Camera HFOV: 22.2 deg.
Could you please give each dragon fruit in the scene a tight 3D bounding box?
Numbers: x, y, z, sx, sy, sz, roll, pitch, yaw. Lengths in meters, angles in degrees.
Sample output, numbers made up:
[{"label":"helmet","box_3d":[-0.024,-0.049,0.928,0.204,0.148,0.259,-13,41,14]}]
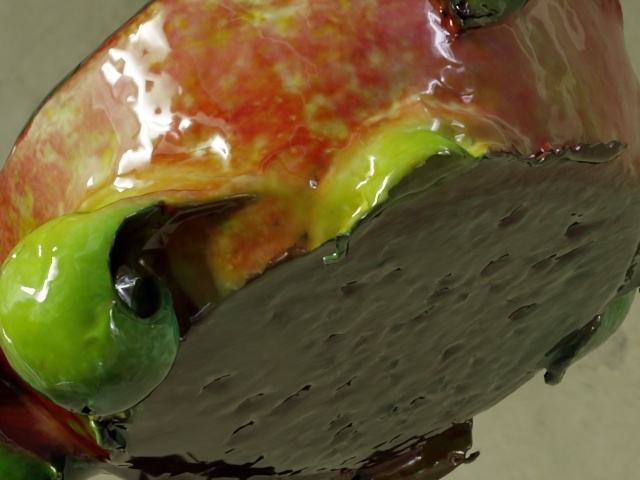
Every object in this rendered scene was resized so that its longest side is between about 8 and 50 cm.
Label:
[{"label":"dragon fruit","box_3d":[0.000,0.000,0.545,0.268,0.295,0.130,-38,65,23]}]
